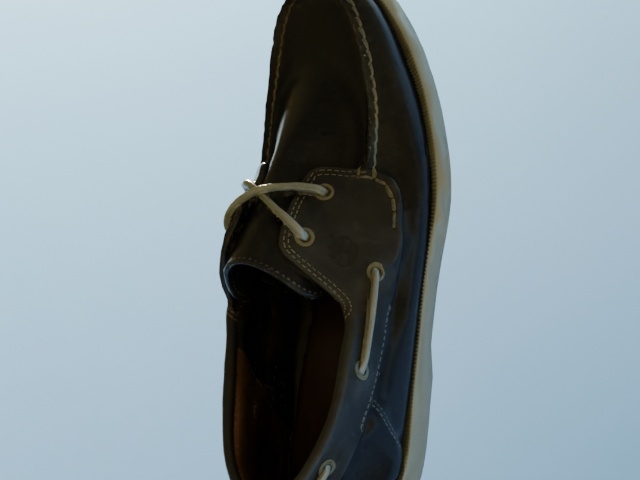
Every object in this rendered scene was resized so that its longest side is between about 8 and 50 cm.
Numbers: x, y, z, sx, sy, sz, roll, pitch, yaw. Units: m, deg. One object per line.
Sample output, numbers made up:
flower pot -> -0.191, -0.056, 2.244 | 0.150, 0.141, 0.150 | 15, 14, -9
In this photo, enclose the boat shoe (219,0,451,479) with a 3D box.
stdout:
boat shoe -> 0.000, 0.000, 0.789 | 0.084, 0.079, 0.233 | -7, -103, 42
